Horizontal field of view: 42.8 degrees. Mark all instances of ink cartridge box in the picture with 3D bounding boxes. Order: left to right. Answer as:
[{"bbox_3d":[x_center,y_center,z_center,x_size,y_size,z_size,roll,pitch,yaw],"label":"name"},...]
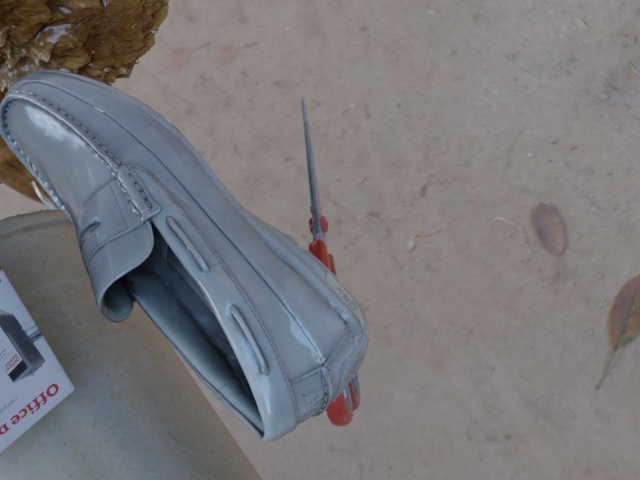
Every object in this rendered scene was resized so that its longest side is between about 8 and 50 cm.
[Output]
[{"bbox_3d":[-0.231,0.070,0.510,0.056,0.099,0.135,11,133,42],"label":"ink cartridge box"}]

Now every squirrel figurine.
[{"bbox_3d":[-0.327,-0.184,0.807,0.396,0.281,0.370,-16,129,39],"label":"squirrel figurine"}]

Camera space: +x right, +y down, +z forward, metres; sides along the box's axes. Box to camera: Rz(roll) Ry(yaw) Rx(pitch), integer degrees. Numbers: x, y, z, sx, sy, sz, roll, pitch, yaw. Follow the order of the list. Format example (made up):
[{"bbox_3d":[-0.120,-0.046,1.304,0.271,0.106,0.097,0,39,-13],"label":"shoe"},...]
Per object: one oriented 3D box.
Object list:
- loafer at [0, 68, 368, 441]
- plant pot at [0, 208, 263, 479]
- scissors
[{"bbox_3d":[-0.112,0.000,0.546,0.319,0.111,0.112,38,139,15],"label":"loafer"},{"bbox_3d":[-0.209,0.198,0.694,0.305,0.333,0.334,44,110,17],"label":"plant pot"},{"bbox_3d":[0.000,0.000,0.662,0.021,0.109,0.297,-11,75,11],"label":"scissors"}]
